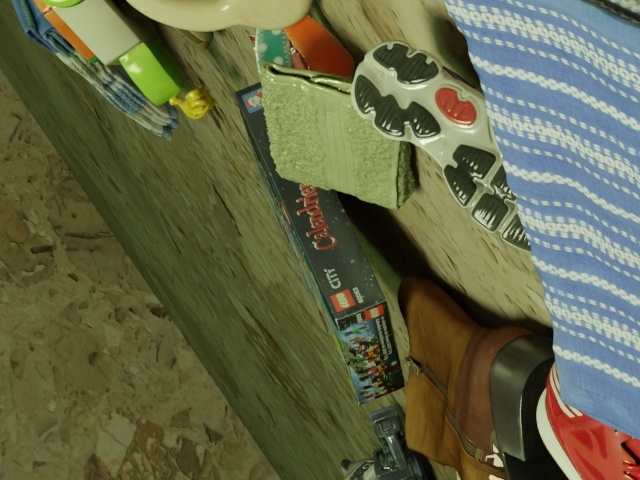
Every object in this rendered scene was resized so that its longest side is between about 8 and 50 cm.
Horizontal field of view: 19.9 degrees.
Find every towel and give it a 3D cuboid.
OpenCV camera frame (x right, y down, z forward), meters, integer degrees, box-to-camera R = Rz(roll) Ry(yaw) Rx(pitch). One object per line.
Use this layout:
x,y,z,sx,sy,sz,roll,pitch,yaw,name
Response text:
0.011,-0.073,1.276,0.110,0.027,0.148,14,154,12,towel
-0.235,-0.225,1.748,0.209,0.034,0.285,64,-169,24,towel
0.174,0.020,0.879,0.243,0.040,0.336,33,156,43,towel

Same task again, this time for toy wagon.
-0.215,-0.242,1.590,0.344,0.068,0.267,56,-172,-3,toy wagon

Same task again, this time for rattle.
-0.061,-0.204,1.268,0.199,0.130,0.143,27,-155,-31,rattle

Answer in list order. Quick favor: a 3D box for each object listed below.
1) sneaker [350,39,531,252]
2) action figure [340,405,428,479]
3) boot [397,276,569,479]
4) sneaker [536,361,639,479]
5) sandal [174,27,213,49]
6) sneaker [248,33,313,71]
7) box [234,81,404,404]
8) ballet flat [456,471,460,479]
0.097,-0.059,1.045,0.170,0.068,0.071,44,-159,20,sneaker
0.056,0.344,1.960,0.330,0.178,0.341,-91,-16,-52,action figure
0.107,0.177,1.338,0.280,0.096,0.264,-158,61,-70,boot
0.203,0.150,1.093,0.221,0.087,0.128,49,168,26,sneaker
-0.146,-0.242,1.555,0.180,0.049,0.072,48,-173,-13,sandal
-0.026,-0.134,1.360,0.067,0.042,0.118,53,162,-3,sneaker
0.000,0.000,1.496,0.159,0.044,0.233,76,171,-60,box
0.151,0.182,1.424,0.091,0.077,0.241,58,170,-23,ballet flat
